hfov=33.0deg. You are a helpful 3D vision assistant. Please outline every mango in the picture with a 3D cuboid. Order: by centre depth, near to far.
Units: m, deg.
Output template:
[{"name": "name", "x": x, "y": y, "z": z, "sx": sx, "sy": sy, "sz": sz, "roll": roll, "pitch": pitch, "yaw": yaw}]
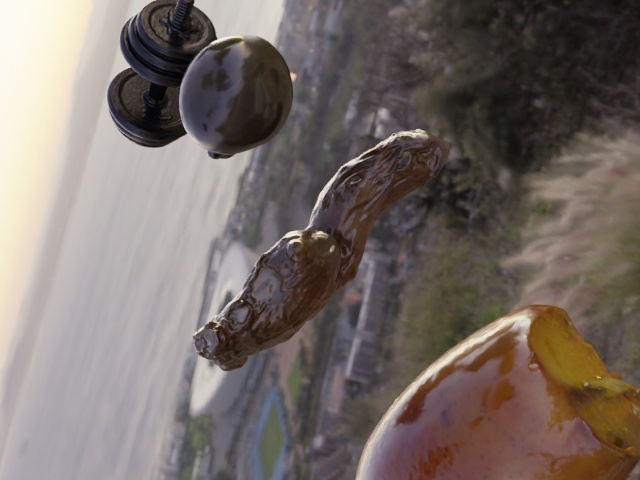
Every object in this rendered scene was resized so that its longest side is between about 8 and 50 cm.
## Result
[{"name": "mango", "x": 0.133, "y": 0.186, "z": 0.900, "sx": 0.350, "sy": 0.199, "sz": 0.201, "roll": 126, "pitch": 162, "yaw": -49}]

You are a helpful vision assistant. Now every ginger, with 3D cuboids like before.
[{"name": "ginger", "x": -0.002, "y": 0.002, "z": 0.963, "sx": 0.290, "sy": 0.084, "sz": 0.122, "roll": -46, "pitch": -24, "yaw": -9}]

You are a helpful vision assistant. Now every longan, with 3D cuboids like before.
[{"name": "longan", "x": -0.075, "y": -0.119, "z": 0.935, "sx": 0.106, "sy": 0.106, "sz": 0.119, "roll": -93, "pitch": 18, "yaw": -49}]

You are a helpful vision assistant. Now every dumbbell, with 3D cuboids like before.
[{"name": "dumbbell", "x": -0.155, "y": -0.163, "z": 1.059, "sx": 0.208, "sy": 0.099, "sz": 0.099, "roll": 120, "pitch": 159, "yaw": -50}]
